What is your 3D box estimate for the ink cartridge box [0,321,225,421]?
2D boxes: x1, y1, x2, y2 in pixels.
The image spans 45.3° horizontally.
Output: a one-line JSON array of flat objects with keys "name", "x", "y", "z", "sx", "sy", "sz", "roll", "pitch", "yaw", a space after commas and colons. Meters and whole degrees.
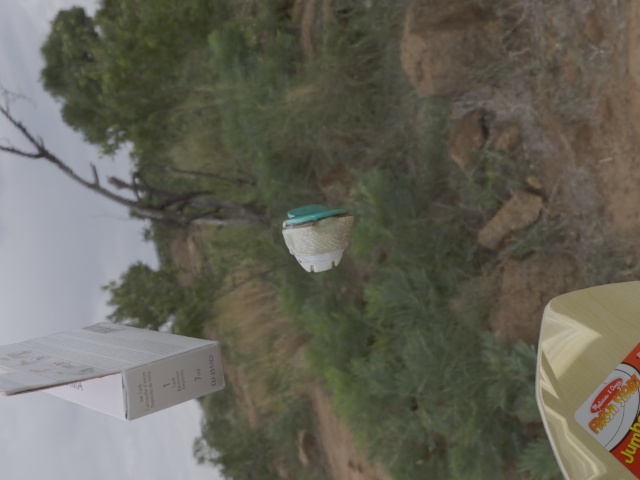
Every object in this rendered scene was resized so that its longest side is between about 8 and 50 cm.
[{"name": "ink cartridge box", "x": -0.309, "y": 0.165, "z": 0.942, "sx": 0.296, "sy": 0.261, "sz": 0.066, "roll": 0, "pitch": 98, "yaw": 47}]

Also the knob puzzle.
[{"name": "knob puzzle", "x": 0.245, "y": 0.115, "z": 0.576, "sx": 0.030, "sy": 0.213, "sz": 0.213, "roll": 90, "pitch": 164, "yaw": -68}]

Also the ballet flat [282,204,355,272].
[{"name": "ballet flat", "x": 0.000, "y": 0.000, "z": 0.607, "sx": 0.168, "sy": 0.057, "sz": 0.052, "roll": -115, "pitch": 14, "yaw": -85}]
